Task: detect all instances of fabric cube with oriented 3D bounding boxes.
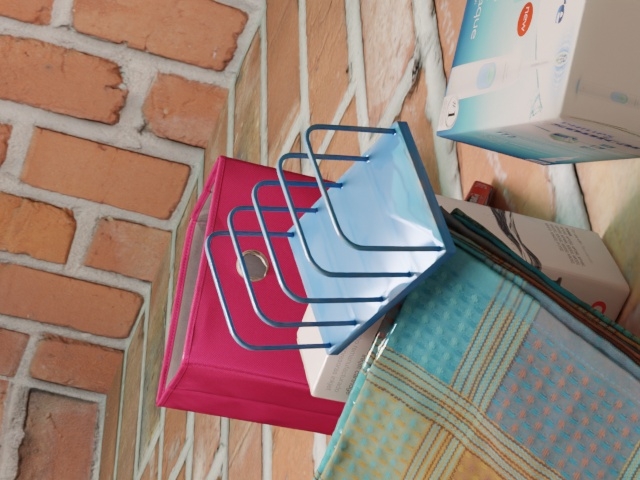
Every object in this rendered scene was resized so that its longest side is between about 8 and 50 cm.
[{"bbox_3d":[-0.035,0.078,1.799,0.259,0.258,0.254,127,154,-70],"label":"fabric cube"}]

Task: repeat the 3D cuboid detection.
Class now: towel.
[{"bbox_3d":[0.129,0.193,1.218,0.040,0.271,0.370,-25,-36,-51],"label":"towel"}]

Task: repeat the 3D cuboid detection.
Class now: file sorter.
[{"bbox_3d":[0.000,0.000,1.185,0.170,0.104,0.118,-45,54,44],"label":"file sorter"}]

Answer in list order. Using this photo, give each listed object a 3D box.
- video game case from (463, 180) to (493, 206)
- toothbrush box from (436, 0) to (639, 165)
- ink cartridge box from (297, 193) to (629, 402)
[{"bbox_3d":[0.122,0.058,1.536,0.285,0.025,0.204,-48,-23,-74],"label":"video game case"},{"bbox_3d":[0.229,-0.187,1.366,0.295,0.126,0.216,-173,96,-74],"label":"toothbrush box"},{"bbox_3d":[0.121,0.063,1.321,0.100,0.237,0.172,-108,35,-59],"label":"ink cartridge box"}]
